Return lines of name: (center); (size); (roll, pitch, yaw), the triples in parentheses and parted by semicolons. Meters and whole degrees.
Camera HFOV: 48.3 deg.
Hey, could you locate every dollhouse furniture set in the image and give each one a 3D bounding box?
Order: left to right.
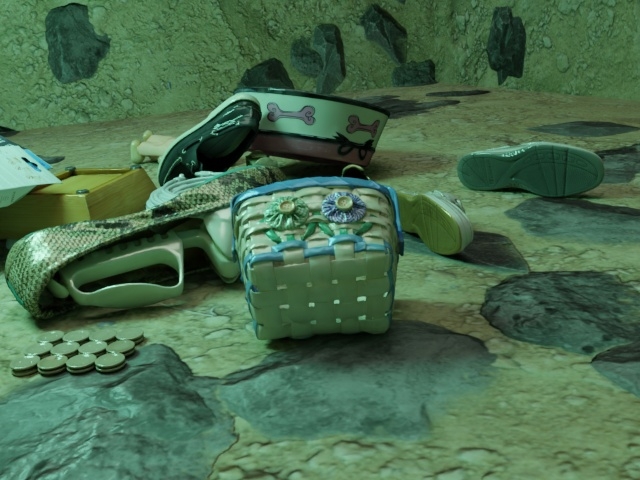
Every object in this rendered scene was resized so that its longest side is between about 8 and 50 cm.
dollhouse furniture set: (-0.196, -0.158, 1.708); (0.161, 0.101, 0.182); (-8, 18, -13)

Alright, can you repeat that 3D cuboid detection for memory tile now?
memory tile: (-0.313, 0.144, 0.928); (0.148, 0.012, 0.113); (-2, 18, 4)

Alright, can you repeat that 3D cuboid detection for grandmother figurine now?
grandmother figurine: (-0.396, -0.273, 2.141); (0.342, 0.104, 0.207); (10, 49, 29)

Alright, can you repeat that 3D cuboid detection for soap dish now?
soap dish: (-0.496, -0.073, 1.475); (0.229, 0.118, 0.291); (1, 18, 14)

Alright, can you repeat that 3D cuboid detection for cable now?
cable: (-0.227, -0.071, 1.465); (0.257, 0.089, 0.257); (5, 20, 24)

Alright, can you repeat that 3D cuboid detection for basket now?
basket: (0.000, 0.000, 1.001); (0.255, 0.201, 0.289); (-6, 27, -3)

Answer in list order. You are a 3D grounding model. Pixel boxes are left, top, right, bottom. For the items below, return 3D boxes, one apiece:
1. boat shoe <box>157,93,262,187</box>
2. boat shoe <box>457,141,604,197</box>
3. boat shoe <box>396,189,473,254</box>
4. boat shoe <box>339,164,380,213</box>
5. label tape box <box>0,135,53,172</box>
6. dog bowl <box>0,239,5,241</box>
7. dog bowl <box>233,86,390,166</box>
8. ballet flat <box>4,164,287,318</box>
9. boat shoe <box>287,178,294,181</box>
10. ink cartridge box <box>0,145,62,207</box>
boat shoe: (-0.261, -0.197, 1.685); (0.340, 0.127, 0.113); (-35, 50, 21)
boat shoe: (0.464, -0.163, 1.570); (0.320, 0.118, 0.103); (1, 21, 38)
boat shoe: (0.216, -0.047, 1.276); (0.096, 0.098, 0.277); (-9, 17, -13)
boat shoe: (0.079, -0.117, 1.531); (0.095, 0.095, 0.257); (-7, 18, -11)
label tape box: (-0.732, -0.127, 1.378); (0.348, 0.115, 0.249); (27, 40, 17)
dog bowl: (-0.805, -0.062, 1.537); (0.349, 0.102, 0.349); (-4, 18, 1)
dog bowl: (-0.032, -0.285, 1.849); (0.408, 0.150, 0.408); (8, 3, 0)
ballet flat: (-0.236, 0.018, 1.132); (0.483, 0.164, 0.182); (-18, 44, -24)
boat shoe: (-0.060, -0.095, 1.537); (0.076, 0.080, 0.228); (7, 8, -27)
ink cartridge box: (-0.591, -0.117, 1.302); (0.145, 0.045, 0.179); (36, 24, 21)
